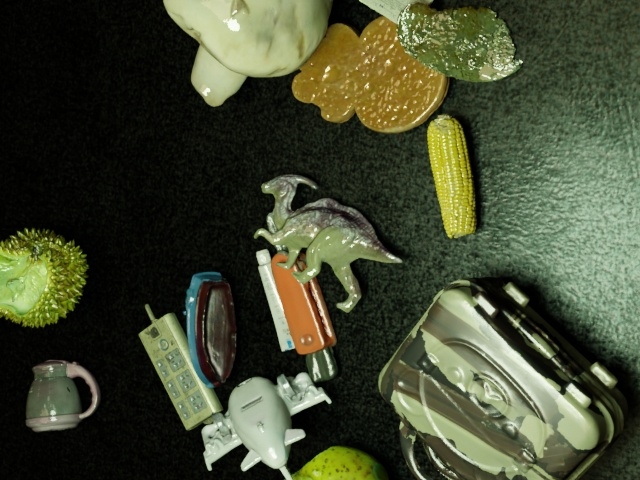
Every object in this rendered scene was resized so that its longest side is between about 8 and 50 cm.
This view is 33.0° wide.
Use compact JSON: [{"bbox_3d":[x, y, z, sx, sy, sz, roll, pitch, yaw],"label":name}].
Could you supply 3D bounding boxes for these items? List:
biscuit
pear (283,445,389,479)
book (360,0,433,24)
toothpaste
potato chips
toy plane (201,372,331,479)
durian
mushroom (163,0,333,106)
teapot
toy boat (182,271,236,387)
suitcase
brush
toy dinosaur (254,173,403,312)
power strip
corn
[{"bbox_3d":[0.084,-0.283,1.848,0.289,0.044,0.201,2,92,30],"label":"biscuit"},{"bbox_3d":[0.026,0.498,1.899,0.255,0.164,0.238,-36,75,26],"label":"pear"},{"bbox_3d":[0.153,-0.449,1.788,0.127,0.014,0.181,38,100,21],"label":"book"},{"bbox_3d":[-0.080,0.109,1.993,0.048,0.031,0.190,-18,90,27],"label":"toothpaste"},{"bbox_3d":[0.228,-0.327,1.750,0.209,0.026,0.142,40,93,6],"label":"potato chips"},{"bbox_3d":[-0.100,0.330,1.931,0.252,0.252,0.118,-11,122,30],"label":"toy plane"},{"bbox_3d":[-0.578,0.074,2.190,0.237,0.177,0.200,0,105,35],"label":"durian"},{"bbox_3d":[-0.143,-0.387,1.854,0.314,0.314,0.336,53,139,14],"label":"mushroom"},{"bbox_3d":[-0.542,0.318,2.233,0.148,0.116,0.145,-13,78,34],"label":"teapot"},{"bbox_3d":[-0.214,0.170,2.040,0.097,0.100,0.223,6,99,54],"label":"toy boat"},{"bbox_3d":[0.269,0.263,1.719,0.351,0.194,0.339,45,121,20],"label":"suitcase"},{"bbox_3d":[-0.034,0.099,1.956,0.070,0.051,0.323,-18,89,37],"label":"brush"},{"bbox_3d":[-0.003,-0.002,1.892,0.294,0.077,0.162,34,89,10],"label":"toy dinosaur"},{"bbox_3d":[-0.282,0.242,2.117,0.092,0.034,0.267,-34,78,28],"label":"power strip"},{"bbox_3d":[0.217,-0.106,1.777,0.067,0.067,0.206,-8,92,30],"label":"corn"}]
